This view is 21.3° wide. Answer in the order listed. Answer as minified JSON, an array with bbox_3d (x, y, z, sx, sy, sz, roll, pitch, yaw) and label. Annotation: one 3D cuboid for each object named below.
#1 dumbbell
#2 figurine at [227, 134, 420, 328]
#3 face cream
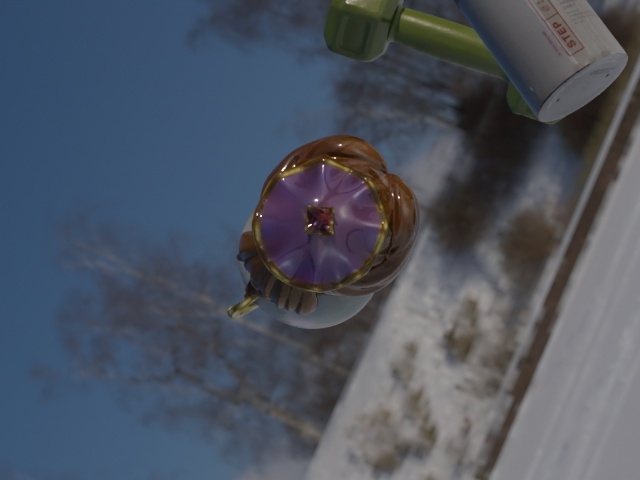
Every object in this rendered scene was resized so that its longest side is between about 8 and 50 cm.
[{"bbox_3d":[0.157,-0.227,1.968,0.108,0.302,0.121,-62,-12,-51],"label":"dumbbell"},{"bbox_3d":[0.000,0.000,1.513,0.189,0.142,0.263,-43,-4,-17],"label":"figurine"},{"bbox_3d":[0.175,-0.218,1.529,0.096,0.214,0.096,-30,-18,-11],"label":"face cream"}]
